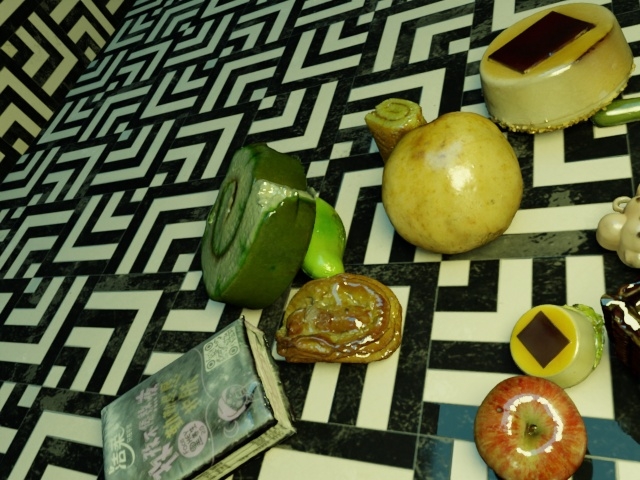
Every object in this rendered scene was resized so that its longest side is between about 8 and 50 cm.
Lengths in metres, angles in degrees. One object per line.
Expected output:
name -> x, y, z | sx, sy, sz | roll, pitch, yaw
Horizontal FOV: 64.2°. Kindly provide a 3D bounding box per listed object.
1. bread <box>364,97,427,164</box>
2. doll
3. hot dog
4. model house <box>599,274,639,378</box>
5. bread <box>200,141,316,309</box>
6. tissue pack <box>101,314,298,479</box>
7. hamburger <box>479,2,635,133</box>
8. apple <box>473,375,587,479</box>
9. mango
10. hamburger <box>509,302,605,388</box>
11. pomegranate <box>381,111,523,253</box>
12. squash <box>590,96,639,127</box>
bread -> 0.185, -0.219, 1.121 | 0.103, 0.172, 0.132 | -48, 44, -15
doll -> 0.548, 0.027, 0.754 | 0.154, 0.119, 0.278 | -31, 54, 7
hot dog -> 0.018, 0.153, 0.960 | 0.258, 0.114, 0.175 | -9, 52, 25
model house -> 0.463, 0.108, 0.557 | 0.282, 0.317, 0.298 | 6, 69, 31
bread -> -0.144, -0.041, 1.094 | 0.381, 0.129, 0.367 | -19, 58, 57
tissue pack -> -0.244, 0.338, 0.971 | 0.361, 0.122, 0.259 | -35, 43, 4
hamburger -> 0.470, -0.339, 1.034 | 0.301, 0.170, 0.302 | -23, 39, 20
apple -> 0.283, 0.264, 0.700 | 0.146, 0.131, 0.147 | -8, 63, 16
mango -> 0.000, 0.000, 1.090 | 0.125, 0.111, 0.233 | -6, 49, -20
hamburger -> 0.358, 0.155, 0.767 | 0.141, 0.081, 0.126 | -62, 30, 4
pomegranate -> 0.239, -0.100, 0.948 | 0.260, 0.260, 0.261 | -17, 48, 19
squash -> 0.617, -0.251, 0.972 | 0.183, 0.052, 0.052 | -3, 53, 31
